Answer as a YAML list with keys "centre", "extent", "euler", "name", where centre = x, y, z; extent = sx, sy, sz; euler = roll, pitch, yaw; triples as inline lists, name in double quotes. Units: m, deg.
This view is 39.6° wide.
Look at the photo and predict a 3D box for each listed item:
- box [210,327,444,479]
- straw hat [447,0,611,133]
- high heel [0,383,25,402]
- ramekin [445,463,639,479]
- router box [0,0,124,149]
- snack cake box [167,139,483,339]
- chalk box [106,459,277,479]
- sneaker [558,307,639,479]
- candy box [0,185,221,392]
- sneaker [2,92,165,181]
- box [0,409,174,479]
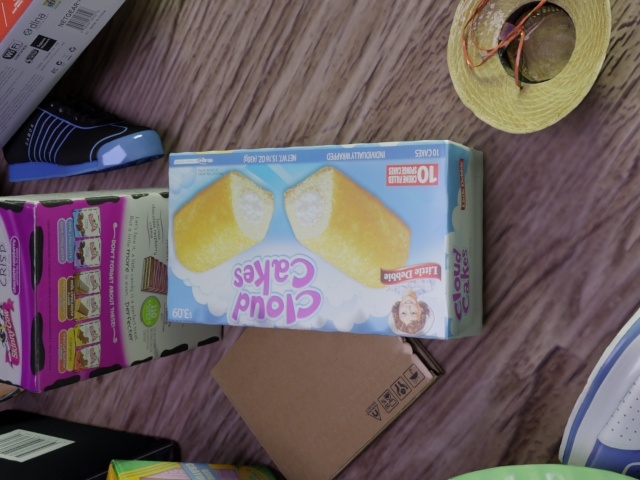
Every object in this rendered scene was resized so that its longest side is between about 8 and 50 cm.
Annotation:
- centre: [-0.003, 0.123, 0.833]
  extent: [0.164, 0.021, 0.201]
  euler: [50, 120, 19]
  name: "box"
- centre: [0.168, -0.145, 0.660]
  extent: [0.144, 0.061, 0.145]
  euler: [-5, 84, 49]
  name: "straw hat"
- centre: [-0.390, 0.167, 0.966]
  extent: [0.261, 0.186, 0.093]
  euler: [-21, 105, 3]
  name: "high heel"
- centre: [0.150, 0.288, 0.594]
  extent: [0.303, 0.148, 0.304]
  euler: [2, 127, 3]
  name: "ramekin"
- centre: [-0.324, -0.301, 0.920]
  extent: [0.335, 0.082, 0.301]
  euler: [-39, 60, 31]
  name: "router box"
- centre: [0.000, 0.000, 0.754]
  extent: [0.264, 0.089, 0.152]
  euler: [0, 89, 28]
  name: "snack cake box"
- centre: [-0.094, 0.295, 0.826]
  extent: [0.132, 0.213, 0.133]
  euler: [37, 114, 61]
  name: "chalk box"
- centre: [0.301, 0.072, 0.555]
  extent: [0.182, 0.127, 0.316]
  euler: [40, 114, 26]
  name: "sneaker"
- centre: [-0.189, 0.033, 0.820]
  extent: [0.071, 0.233, 0.159]
  euler: [7, 99, 34]
  name: "candy box"
- centre: [-0.263, -0.115, 0.945]
  extent: [0.232, 0.081, 0.091]
  euler: [-2, 100, 35]
  name: "sneaker"
- centre: [-0.314, 0.368, 0.981]
  extent: [0.296, 0.182, 0.294]
  euler: [0, 97, 35]
  name: "box"
